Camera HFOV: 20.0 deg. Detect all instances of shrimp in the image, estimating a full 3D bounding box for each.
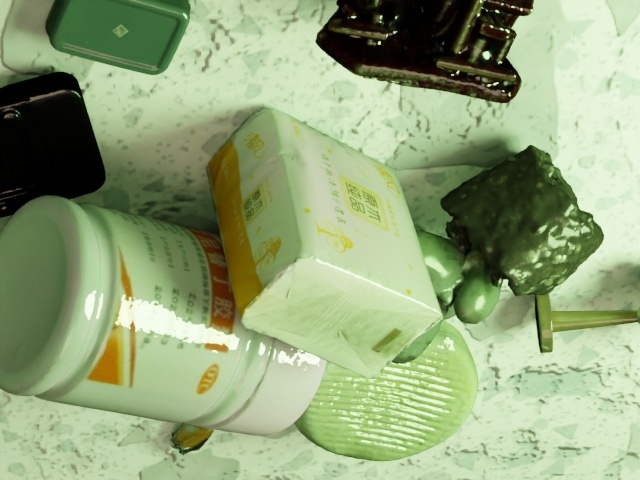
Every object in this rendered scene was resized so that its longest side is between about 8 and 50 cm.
[{"bbox_3d":[-0.190,0.196,2.096,0.161,0.049,0.166,-5,142,-10],"label":"shrimp"}]

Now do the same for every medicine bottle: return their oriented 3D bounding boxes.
[{"bbox_3d":[-0.167,0.081,1.848,0.316,0.202,0.202,14,129,-38],"label":"medicine bottle"}]

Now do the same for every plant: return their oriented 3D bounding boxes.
[{"bbox_3d":[0.156,0.021,1.920,0.275,0.146,0.149,-30,146,12],"label":"plant"}]

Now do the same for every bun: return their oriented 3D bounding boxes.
[{"bbox_3d":[0.070,0.158,2.072,0.221,0.108,0.221,-6,126,-9],"label":"bun"}]

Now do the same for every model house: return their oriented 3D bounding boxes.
[{"bbox_3d":[0.106,-0.235,1.685,0.203,0.141,0.164,5,142,-14],"label":"model house"}]

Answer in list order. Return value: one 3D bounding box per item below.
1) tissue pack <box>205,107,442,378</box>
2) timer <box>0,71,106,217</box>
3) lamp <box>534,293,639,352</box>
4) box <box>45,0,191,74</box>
[{"bbox_3d":[0.000,0.000,1.821,0.185,0.225,0.124,26,122,-33],"label":"tissue pack"},{"bbox_3d":[-0.316,-0.089,1.787,0.187,0.055,0.144,-15,137,-4],"label":"timer"},{"bbox_3d":[0.354,0.088,2.064,0.215,0.121,0.121,-4,134,3],"label":"lamp"},{"bbox_3d":[-0.191,-0.206,1.716,0.126,0.031,0.091,14,128,-23],"label":"box"}]
